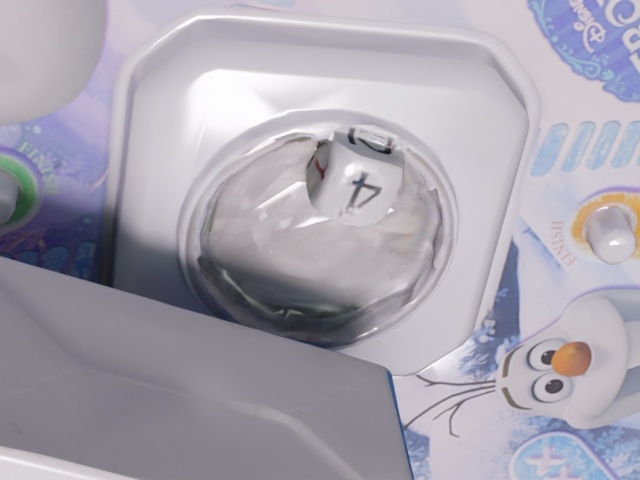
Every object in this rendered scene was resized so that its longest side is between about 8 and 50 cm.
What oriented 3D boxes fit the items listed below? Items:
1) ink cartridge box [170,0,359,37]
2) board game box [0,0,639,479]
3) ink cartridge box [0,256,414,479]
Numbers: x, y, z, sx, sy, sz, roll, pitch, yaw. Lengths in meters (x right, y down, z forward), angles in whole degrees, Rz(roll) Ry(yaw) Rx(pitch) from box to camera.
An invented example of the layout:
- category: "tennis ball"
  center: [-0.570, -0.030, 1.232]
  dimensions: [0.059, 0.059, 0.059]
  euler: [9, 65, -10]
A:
- category: "ink cartridge box"
  center: [-0.018, -0.140, 0.484]
  dimensions: [0.117, 0.207, 0.283]
  euler: [-17, 126, -7]
- category: "board game box"
  center: [0.000, 0.000, 0.419]
  dimensions: [0.390, 0.050, 0.390]
  euler: [-34, 123, 14]
- category: "ink cartridge box"
  center: [-0.082, 0.126, 0.414]
  dimensions: [0.134, 0.078, 0.231]
  euler: [17, 121, -19]
